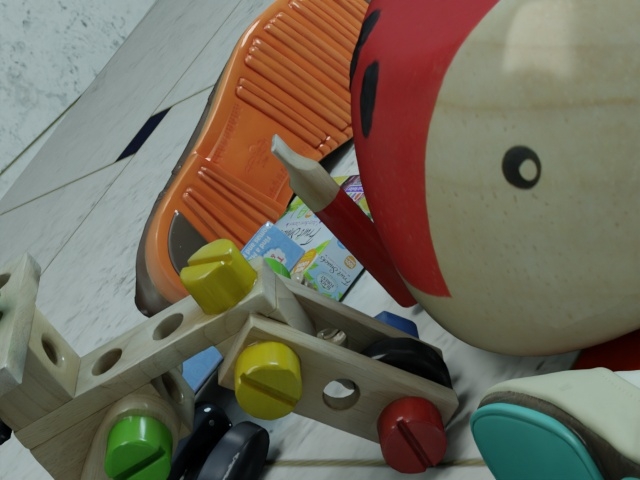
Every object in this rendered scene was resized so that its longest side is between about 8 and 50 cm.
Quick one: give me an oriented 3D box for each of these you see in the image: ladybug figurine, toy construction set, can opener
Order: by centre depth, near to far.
[{"bbox_3d":[0.130,-0.104,0.955,0.305,0.162,0.449,-46,16,7],"label":"ladybug figurine"},{"bbox_3d":[-0.073,0.051,0.957,0.257,0.237,0.309,-25,25,39],"label":"toy construction set"},{"bbox_3d":[-0.106,0.182,1.087,0.186,0.059,0.073,-53,17,-18],"label":"can opener"}]

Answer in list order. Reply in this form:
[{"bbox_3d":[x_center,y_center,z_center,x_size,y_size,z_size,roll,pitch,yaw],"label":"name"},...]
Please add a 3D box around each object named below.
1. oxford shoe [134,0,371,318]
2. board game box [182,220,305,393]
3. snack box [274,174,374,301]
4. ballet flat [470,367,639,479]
[{"bbox_3d":[-0.058,-0.086,1.474,0.364,0.130,0.132,-57,12,-28],"label":"oxford shoe"},{"bbox_3d":[-0.092,0.084,1.208,0.160,0.039,0.211,-52,-1,-21],"label":"board game box"},{"bbox_3d":[0.000,0.000,1.272,0.100,0.037,0.141,-54,17,-15],"label":"snack box"},{"bbox_3d":[0.139,0.091,0.663,0.086,0.086,0.248,-50,18,-6],"label":"ballet flat"}]
